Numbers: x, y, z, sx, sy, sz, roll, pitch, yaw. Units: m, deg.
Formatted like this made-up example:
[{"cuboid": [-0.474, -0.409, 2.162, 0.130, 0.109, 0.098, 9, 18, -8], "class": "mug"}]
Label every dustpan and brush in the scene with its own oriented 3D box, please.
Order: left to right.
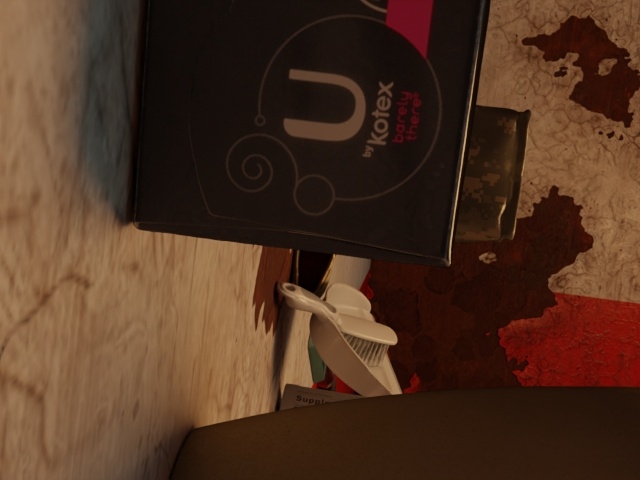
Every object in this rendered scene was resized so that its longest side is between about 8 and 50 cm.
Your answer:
[{"cuboid": [0.020, 0.088, 0.968, 0.060, 0.211, 0.147, -44, -135, 27], "class": "dustpan and brush"}]

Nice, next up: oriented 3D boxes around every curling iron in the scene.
[{"cuboid": [0.018, 0.223, 1.527, 0.068, 0.035, 0.274, 43, -45, 42], "class": "curling iron"}]

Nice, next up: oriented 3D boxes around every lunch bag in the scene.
[{"cuboid": [0.120, -0.083, 1.166, 0.287, 0.235, 0.169, 23, 75, -85], "class": "lunch bag"}]

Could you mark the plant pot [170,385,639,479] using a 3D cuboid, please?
[{"cuboid": [0.046, 0.198, 0.582, 0.256, 0.273, 0.257, 8, 90, -85], "class": "plant pot"}]

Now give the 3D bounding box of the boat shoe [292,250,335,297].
[{"cuboid": [0.000, 0.000, 1.006, 0.045, 0.050, 0.136, -52, 150, -86], "class": "boat shoe"}]

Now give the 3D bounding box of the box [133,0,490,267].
[{"cuboid": [0.012, -0.099, 0.511, 0.270, 0.143, 0.165, -58, 154, -76], "class": "box"}]

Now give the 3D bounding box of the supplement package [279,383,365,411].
[{"cuboid": [0.007, 0.297, 1.017, 0.134, 0.139, 0.244, 89, 11, -57], "class": "supplement package"}]

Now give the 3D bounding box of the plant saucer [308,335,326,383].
[{"cuboid": [-0.001, 0.152, 1.387, 0.192, 0.018, 0.067, 83, 15, -66], "class": "plant saucer"}]
